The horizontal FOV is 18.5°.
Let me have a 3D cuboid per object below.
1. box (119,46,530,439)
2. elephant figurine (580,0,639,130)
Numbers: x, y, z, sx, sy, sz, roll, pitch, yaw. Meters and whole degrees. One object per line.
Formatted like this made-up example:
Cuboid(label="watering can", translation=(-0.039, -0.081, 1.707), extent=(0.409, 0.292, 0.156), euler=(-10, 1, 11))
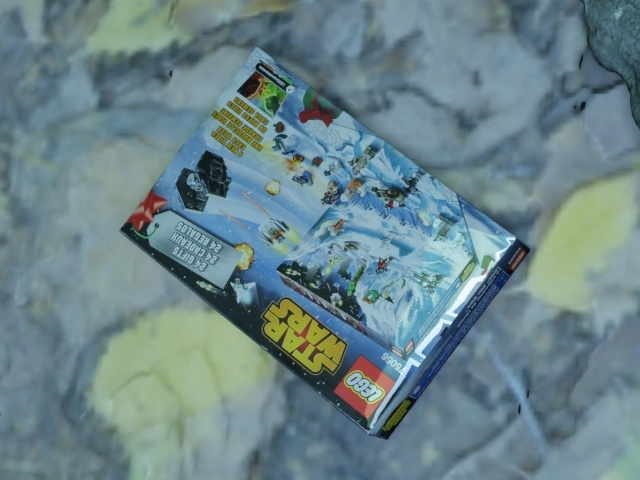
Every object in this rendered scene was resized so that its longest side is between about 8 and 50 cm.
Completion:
Cuboid(label="box", translation=(0.000, 0.000, 0.769), extent=(0.137, 0.027, 0.094), euler=(38, 92, 22))
Cuboid(label="elephant figurine", translation=(0.191, -0.013, 0.647), extent=(0.186, 0.169, 0.239), euler=(10, 64, -8))
